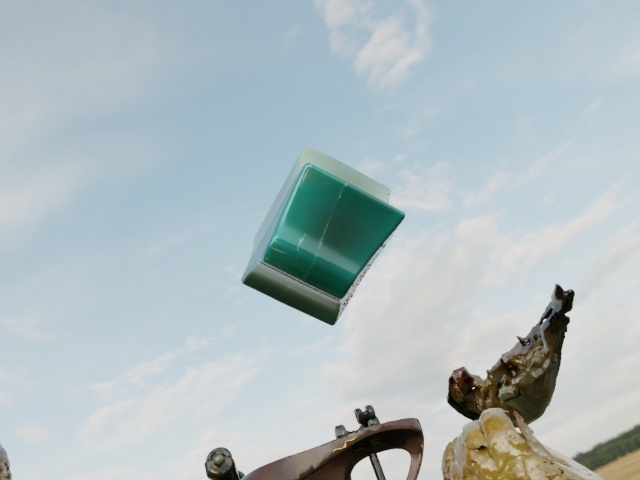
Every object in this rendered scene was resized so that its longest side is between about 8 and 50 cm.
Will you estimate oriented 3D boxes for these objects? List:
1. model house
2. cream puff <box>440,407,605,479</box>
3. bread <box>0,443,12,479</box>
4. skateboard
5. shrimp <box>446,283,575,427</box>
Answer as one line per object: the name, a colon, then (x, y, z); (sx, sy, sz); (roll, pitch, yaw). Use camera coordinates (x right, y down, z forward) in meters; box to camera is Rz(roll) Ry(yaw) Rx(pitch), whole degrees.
model house: (0.000, 0.000, 0.475); (0.101, 0.149, 0.127); (27, -69, -9)
cream puff: (0.146, 0.188, 0.391); (0.104, 0.120, 0.133); (-60, -7, -7)
bread: (-0.258, 0.180, 0.392); (0.053, 0.085, 0.085); (-12, -34, -17)
skateboard: (0.004, 0.163, 0.352); (0.152, 0.080, 0.067); (-17, -37, -8)
shrimp: (0.210, 0.149, 0.596); (0.118, 0.066, 0.261); (1, -47, 7)
